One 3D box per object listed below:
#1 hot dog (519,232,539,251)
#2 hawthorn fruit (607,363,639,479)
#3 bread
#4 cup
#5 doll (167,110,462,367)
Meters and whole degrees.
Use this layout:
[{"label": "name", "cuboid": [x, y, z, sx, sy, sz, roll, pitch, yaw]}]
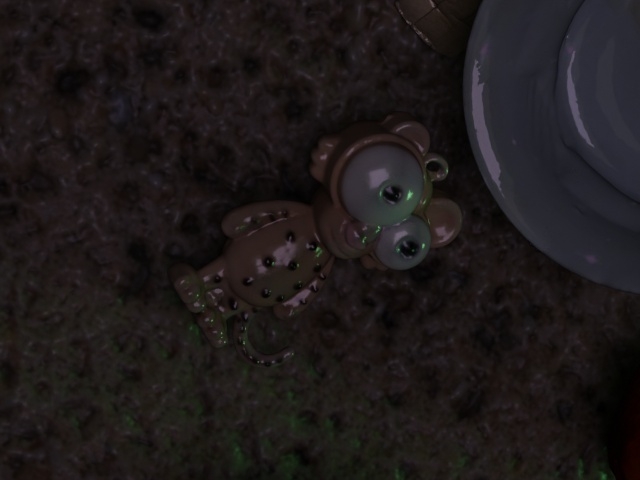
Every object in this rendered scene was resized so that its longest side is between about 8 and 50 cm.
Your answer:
[{"label": "hot dog", "cuboid": [0.279, -0.029, 1.552, 0.192, 0.053, 0.099, 2, 103, -11]}, {"label": "hawthorn fruit", "cuboid": [0.402, 0.156, 1.530, 0.211, 0.211, 0.299, 35, 82, -13]}, {"label": "bread", "cuboid": [0.152, -0.261, 1.510, 0.077, 0.105, 0.152, 40, 58, -13]}, {"label": "cup", "cuboid": [0.315, -0.137, 1.416, 0.347, 0.163, 0.347, 8, 107, 27]}, {"label": "doll", "cuboid": [-0.002, -0.001, 1.475, 0.278, 0.119, 0.154, -38, 117, 3]}]
